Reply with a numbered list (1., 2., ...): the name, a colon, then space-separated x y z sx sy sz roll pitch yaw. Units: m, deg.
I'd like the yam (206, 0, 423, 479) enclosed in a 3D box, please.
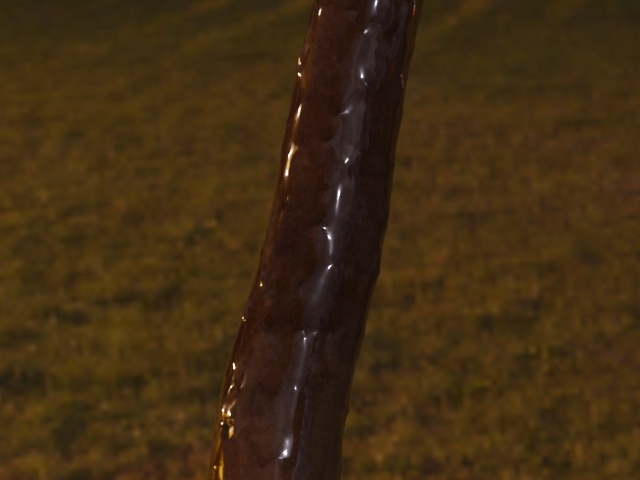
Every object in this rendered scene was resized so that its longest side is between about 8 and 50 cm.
1. yam: 0.000 0.000 0.595 0.045 0.327 0.045 21 -17 -36
